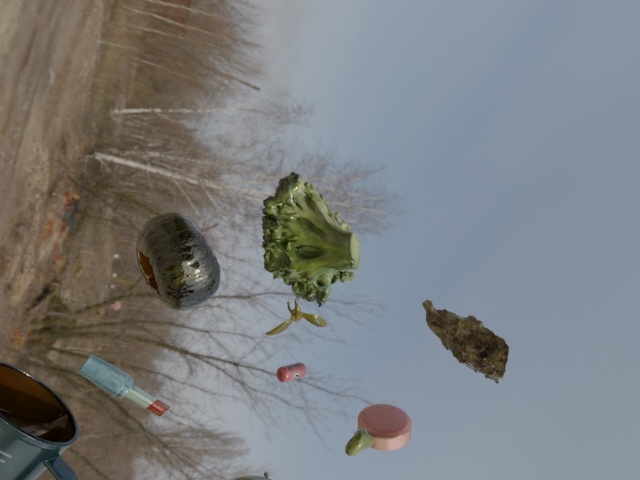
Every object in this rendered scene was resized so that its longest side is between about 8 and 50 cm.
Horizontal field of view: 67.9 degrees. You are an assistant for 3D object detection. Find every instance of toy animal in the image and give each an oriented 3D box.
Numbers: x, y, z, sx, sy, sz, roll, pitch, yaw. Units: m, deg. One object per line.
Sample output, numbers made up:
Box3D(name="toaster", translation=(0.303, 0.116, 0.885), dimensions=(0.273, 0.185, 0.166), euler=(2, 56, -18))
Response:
Box3D(name="toy animal", translation=(-0.091, 0.242, 1.609), dimensions=(0.095, 0.219, 0.155), euler=(-125, -155, -58))

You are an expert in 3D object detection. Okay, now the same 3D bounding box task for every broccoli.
Box3D(name="broccoli", translation=(0.000, 0.000, 1.069), dimensions=(0.246, 0.288, 0.247), euler=(7, -120, 34))

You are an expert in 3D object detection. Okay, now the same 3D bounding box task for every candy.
Box3D(name="candy", translation=(0.277, 0.831, 2.125), dimensions=(0.255, 0.256, 0.094), euler=(-141, -131, -65))

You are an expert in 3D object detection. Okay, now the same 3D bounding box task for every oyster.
Box3D(name="oyster", translation=(0.480, 0.357, 1.602), dimensions=(0.396, 0.111, 0.204), euler=(35, -41, 60))

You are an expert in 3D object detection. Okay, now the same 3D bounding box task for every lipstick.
Box3D(name="lipstick", translation=(-0.549, 0.420, 1.349), dimensions=(0.061, 0.274, 0.068), euler=(-44, -162, 18))

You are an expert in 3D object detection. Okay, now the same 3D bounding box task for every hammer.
Box3D(name="hammer", translation=(-0.070, 0.326, 1.175), dimensions=(0.043, 0.083, 0.043), euler=(-2, -93, 42))

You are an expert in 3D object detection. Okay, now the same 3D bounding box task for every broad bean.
Box3D(name="broad bean", translation=(0.090, 0.472, 1.113), dimensions=(0.045, 0.083, 0.063), euler=(43, -63, 27))

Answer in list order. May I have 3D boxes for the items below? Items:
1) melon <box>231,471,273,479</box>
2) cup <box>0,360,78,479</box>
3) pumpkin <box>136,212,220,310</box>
Box3D(name="melon", translation=(-0.200, 0.764, 1.214), dimensions=(0.268, 0.269, 0.330), euler=(-31, -147, 60))
Box3D(name="cup", translation=(-0.655, 0.443, 0.927), dimensions=(0.292, 0.308, 0.242), euler=(-46, -159, -12))
Box3D(name="pumpkin", translation=(-0.456, 0.065, 1.499), dimensions=(0.320, 0.192, 0.320), euler=(29, -51, 43))
